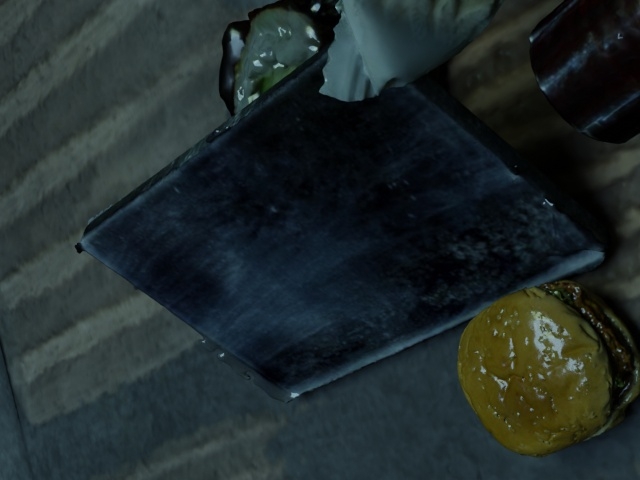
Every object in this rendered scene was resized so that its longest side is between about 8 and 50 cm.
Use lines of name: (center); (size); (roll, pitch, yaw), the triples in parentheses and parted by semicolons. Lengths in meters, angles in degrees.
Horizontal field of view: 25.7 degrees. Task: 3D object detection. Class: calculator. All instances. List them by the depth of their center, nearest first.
calculator: (0.000, 0.000, 0.680); (0.261, 0.161, 0.021); (-29, 29, 47)

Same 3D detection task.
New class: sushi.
sushi: (0.006, -0.081, 0.692); (0.094, 0.084, 0.098); (15, 103, 52)

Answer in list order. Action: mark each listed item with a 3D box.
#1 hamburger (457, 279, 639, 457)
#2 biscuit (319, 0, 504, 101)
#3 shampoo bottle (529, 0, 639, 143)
hamburger: (0.101, 0.057, 0.627); (0.076, 0.044, 0.083); (58, 138, 18)
biscuit: (0.081, -0.210, 0.508); (0.309, 0.079, 0.186); (-49, 45, 34)
shampoo bottle: (0.177, -0.122, 0.462); (0.278, 0.104, 0.104); (-39, 66, 46)
